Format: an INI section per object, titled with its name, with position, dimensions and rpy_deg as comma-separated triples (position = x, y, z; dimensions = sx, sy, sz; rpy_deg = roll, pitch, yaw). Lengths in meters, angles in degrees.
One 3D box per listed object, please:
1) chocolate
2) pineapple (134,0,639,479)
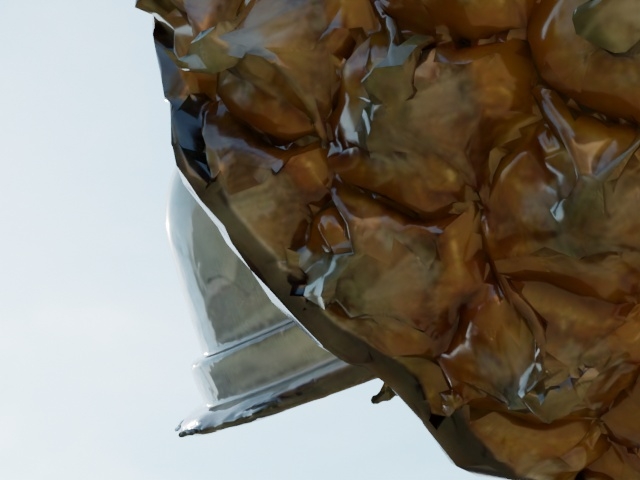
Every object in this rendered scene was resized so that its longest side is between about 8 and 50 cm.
[chocolate]
position = 0.006, -0.005, 0.645
dimensions = 0.221, 0.147, 0.221
rpy_deg = -17, 3, 1
[pineapple]
position = 0.136, -0.101, 0.431
dimensions = 0.352, 0.352, 0.300
rpy_deg = 25, -55, -37
